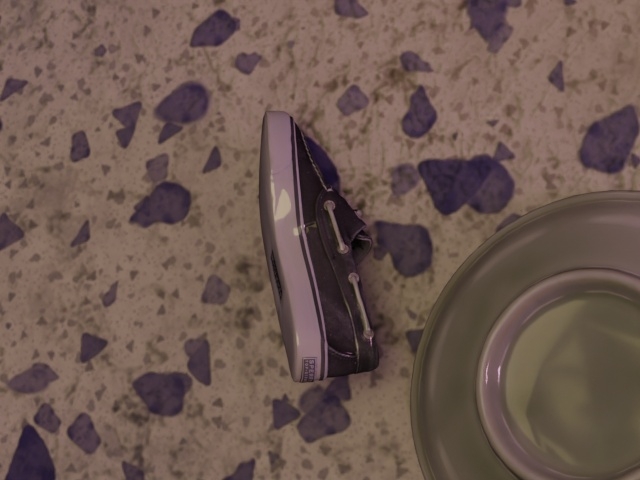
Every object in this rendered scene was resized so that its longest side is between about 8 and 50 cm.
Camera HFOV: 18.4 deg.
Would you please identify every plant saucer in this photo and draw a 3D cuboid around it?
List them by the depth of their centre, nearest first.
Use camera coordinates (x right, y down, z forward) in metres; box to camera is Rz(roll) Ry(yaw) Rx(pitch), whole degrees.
[{"bbox_3d":[0.258,0.138,1.844,0.400,0.100,0.400,-6,75,23],"label":"plant saucer"}]

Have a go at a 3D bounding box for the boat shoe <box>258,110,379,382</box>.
[{"bbox_3d":[0.000,0.000,1.996,0.102,0.108,0.301,-5,59,-10],"label":"boat shoe"}]
